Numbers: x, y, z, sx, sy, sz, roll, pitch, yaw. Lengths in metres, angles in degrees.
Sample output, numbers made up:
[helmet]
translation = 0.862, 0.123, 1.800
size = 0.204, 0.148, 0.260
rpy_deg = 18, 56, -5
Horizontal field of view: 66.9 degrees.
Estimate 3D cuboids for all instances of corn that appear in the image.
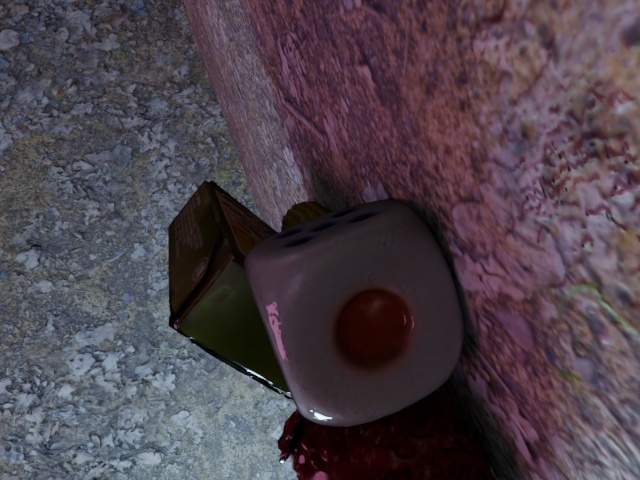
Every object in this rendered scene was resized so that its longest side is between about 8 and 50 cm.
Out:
[corn]
translation = 0.000, 0.000, 0.816
size = 0.318, 0.115, 0.115
rpy_deg = -140, 31, -70

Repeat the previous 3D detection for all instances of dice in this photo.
[dice]
translation = 0.031, 0.072, 0.543
size = 0.192, 0.193, 0.194
rpy_deg = -159, 47, -75

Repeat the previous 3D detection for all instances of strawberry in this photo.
[strawberry]
translation = 0.087, 0.268, 0.590
size = 0.274, 0.221, 0.274
rpy_deg = 26, 151, 16

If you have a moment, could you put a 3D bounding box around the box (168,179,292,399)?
[box]
translation = -0.079, 0.095, 0.857
size = 0.373, 0.138, 0.420
rpy_deg = 38, -175, -26
